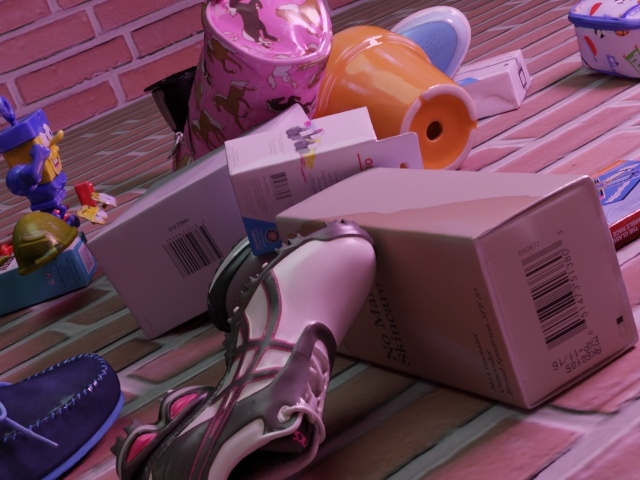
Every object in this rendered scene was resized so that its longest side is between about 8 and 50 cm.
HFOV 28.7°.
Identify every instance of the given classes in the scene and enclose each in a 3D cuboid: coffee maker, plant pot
[{"bbox_3d":[-0.208,-0.212,2.196,0.120,0.178,0.171,-30,16,-26],"label":"coffee maker"},{"bbox_3d":[0.101,-0.166,1.651,0.205,0.205,0.188,-27,32,-24],"label":"plant pot"}]

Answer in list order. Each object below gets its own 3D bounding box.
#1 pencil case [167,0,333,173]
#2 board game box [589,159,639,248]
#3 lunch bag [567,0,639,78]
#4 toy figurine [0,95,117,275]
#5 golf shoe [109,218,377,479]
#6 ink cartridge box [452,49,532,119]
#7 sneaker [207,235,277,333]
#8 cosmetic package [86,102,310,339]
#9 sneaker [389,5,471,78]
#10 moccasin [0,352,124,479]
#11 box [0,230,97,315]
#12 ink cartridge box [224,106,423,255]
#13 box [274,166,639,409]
[{"bbox_3d":[-0.095,-0.172,1.600,0.167,0.160,0.386,-4,-31,-17],"label":"pencil case"},{"bbox_3d":[0.241,-0.011,1.213,0.281,0.027,0.145,-27,18,-24],"label":"board game box"},{"bbox_3d":[0.534,-0.335,1.810,0.303,0.115,0.243,-25,18,-13],"label":"lunch bag"},{"bbox_3d":[-0.431,-0.089,1.745,0.191,0.217,0.362,-18,14,6],"label":"toy figurine"},{"bbox_3d":[-0.027,0.109,0.932,0.120,0.105,0.273,25,71,41],"label":"golf shoe"},{"bbox_3d":[0.261,-0.241,1.921,0.104,0.060,0.180,-15,16,21],"label":"ink cartridge box"},{"bbox_3d":[0.013,0.022,1.260,0.271,0.100,0.108,-23,21,-9],"label":"sneaker"},{"bbox_3d":[-0.108,-0.026,1.437,0.224,0.138,0.225,-27,13,22],"label":"cosmetic package"},{"bbox_3d":[0.092,-0.208,1.838,0.319,0.127,0.208,-41,12,19],"label":"sneaker"},{"bbox_3d":[-0.322,0.182,1.075,0.342,0.117,0.137,-33,24,-33],"label":"moccasin"},{"bbox_3d":[-0.444,0.063,1.765,0.244,0.060,0.100,-19,15,3],"label":"box"},{"bbox_3d":[0.008,-0.061,1.217,0.181,0.104,0.062,-13,40,1],"label":"ink cartridge box"},{"bbox_3d":[0.100,0.027,1.040,0.121,0.148,0.311,-27,15,-25],"label":"box"}]
